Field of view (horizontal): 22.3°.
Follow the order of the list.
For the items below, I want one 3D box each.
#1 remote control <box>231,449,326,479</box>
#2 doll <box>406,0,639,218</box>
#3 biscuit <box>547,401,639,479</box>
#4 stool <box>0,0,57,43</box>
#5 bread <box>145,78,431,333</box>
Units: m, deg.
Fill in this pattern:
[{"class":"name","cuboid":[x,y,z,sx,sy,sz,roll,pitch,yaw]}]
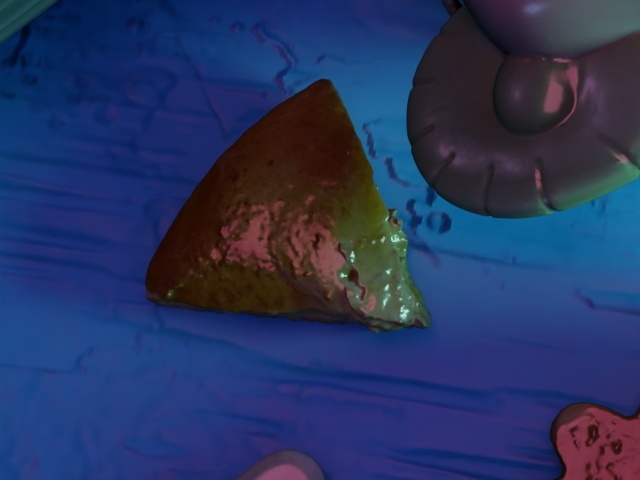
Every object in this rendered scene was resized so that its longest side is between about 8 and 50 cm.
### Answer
[{"class":"remote control","cuboid":[-0.050,0.156,0.831,0.122,0.032,0.074,-20,75,2]},{"class":"doll","cuboid":[0.159,-0.151,0.825,0.268,0.216,0.284,-22,56,26]},{"class":"biscuit","cuboid":[0.156,0.149,0.812,0.133,0.027,0.184,37,85,11]},{"class":"stool","cuboid":[-0.224,-0.226,0.818,0.330,0.297,0.297,-41,75,0]},{"class":"bread","cuboid":[-0.009,-0.023,0.861,0.154,0.054,0.136,9,75,6]}]
